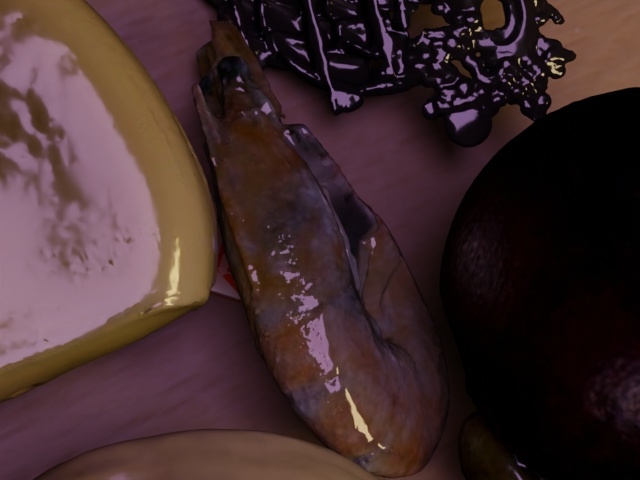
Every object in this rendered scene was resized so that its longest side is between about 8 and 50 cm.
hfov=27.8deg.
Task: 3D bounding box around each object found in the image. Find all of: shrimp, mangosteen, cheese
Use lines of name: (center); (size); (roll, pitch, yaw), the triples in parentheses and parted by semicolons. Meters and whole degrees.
shrimp: (0.000, 0.000, 0.829); (0.168, 0.077, 0.317); (-3, 70, -57)
mangosteen: (0.203, 0.053, 0.776); (0.293, 0.297, 0.297); (-37, 90, -3)
cheese: (-0.217, -0.055, 0.763); (0.260, 0.128, 0.316); (-22, 82, -15)

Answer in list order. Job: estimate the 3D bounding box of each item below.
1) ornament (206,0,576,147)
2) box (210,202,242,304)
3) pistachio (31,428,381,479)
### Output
ornament: (0.039, -0.185, 0.880); (0.251, 0.106, 0.260); (-8, 90, -9)
box: (-0.077, 0.003, 0.847); (0.093, 0.015, 0.058); (17, 77, -11)
pistachio: (-0.047, 0.218, 0.717); (0.332, 0.208, 0.226); (9, 83, -30)
